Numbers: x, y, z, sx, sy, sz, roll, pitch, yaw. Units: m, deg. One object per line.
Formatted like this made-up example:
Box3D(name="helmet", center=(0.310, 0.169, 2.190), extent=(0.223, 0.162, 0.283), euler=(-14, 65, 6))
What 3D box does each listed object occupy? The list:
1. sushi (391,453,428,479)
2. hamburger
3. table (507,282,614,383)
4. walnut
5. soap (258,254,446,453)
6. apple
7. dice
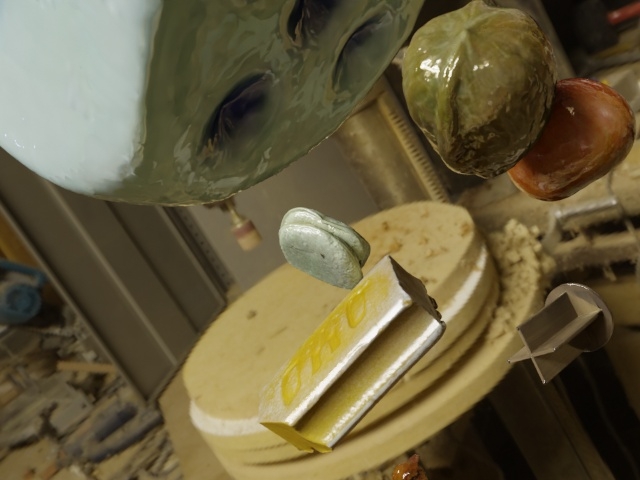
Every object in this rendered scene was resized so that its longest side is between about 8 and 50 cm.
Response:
Box3D(name="sushi", center=(0.140, 0.404, 1.304), extent=(0.052, 0.120, 0.055), euler=(-6, -1, -19))
Box3D(name="hamburger", center=(-0.002, 0.002, 0.967), extent=(0.121, 0.084, 0.054), euler=(20, 60, 27))
Box3D(name="table", center=(0.517, 0.210, 1.805), extent=(0.226, 0.167, 0.167), euler=(-25, 7, -43))
Box3D(name="walnut", center=(0.248, -0.234, 1.266), extent=(0.227, 0.283, 0.283), euler=(13, 38, 26))
Box3D(name="soap", center=(0.029, 0.136, 0.913), extent=(0.232, 0.073, 0.140), euler=(-48, 13, 11))
Box3D(name="apple", center=(0.427, -0.179, 1.441), extent=(0.235, 0.173, 0.210), euler=(-41, 7, 20))
Box3D(name="dice", center=(-0.094, -0.201, 0.484), extent=(0.264, 0.268, 0.262), euler=(-37, -23, -39))
